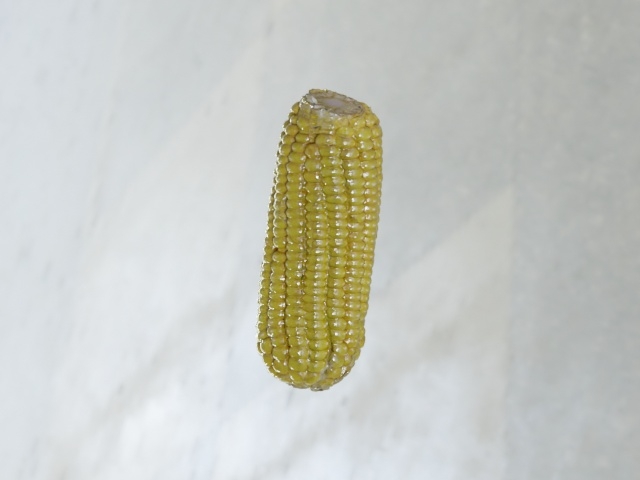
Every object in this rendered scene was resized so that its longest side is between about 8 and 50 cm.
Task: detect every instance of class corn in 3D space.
[{"bbox_3d":[0.000,0.000,0.584,0.037,0.037,0.092,-130,45,-66],"label":"corn"}]
